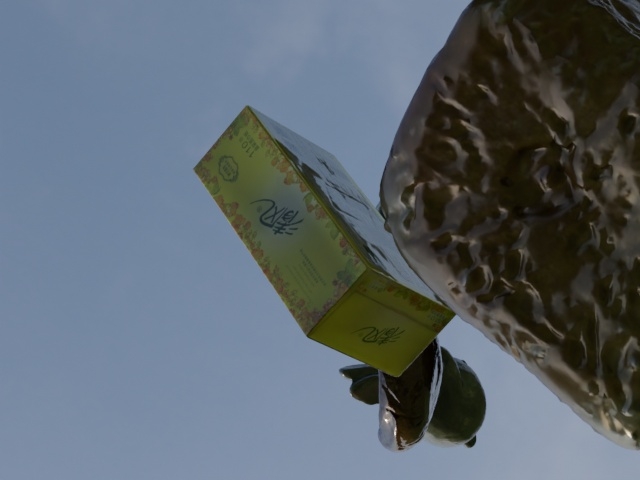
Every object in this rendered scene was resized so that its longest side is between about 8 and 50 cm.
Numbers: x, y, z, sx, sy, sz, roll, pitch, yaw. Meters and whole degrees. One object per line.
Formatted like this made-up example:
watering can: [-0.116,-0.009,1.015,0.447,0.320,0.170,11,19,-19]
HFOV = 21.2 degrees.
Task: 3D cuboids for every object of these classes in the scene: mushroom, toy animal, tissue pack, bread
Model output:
mushroom: [0.069,0.106,1.342,0.123,0.052,0.123,-1,-90,-81]
toy animal: [0.121,0.178,2.055,0.108,0.138,0.236,-36,-24,11]
tissue pack: [0.000,0.000,1.088,0.062,0.176,0.095,-48,-42,14]
bread: [0.172,-0.015,0.914,0.176,0.246,0.195,-6,-47,-55]

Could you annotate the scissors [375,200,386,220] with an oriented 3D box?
scissors: [0.044,0.016,1.802,0.191,0.029,0.360,-48,-6,-17]
